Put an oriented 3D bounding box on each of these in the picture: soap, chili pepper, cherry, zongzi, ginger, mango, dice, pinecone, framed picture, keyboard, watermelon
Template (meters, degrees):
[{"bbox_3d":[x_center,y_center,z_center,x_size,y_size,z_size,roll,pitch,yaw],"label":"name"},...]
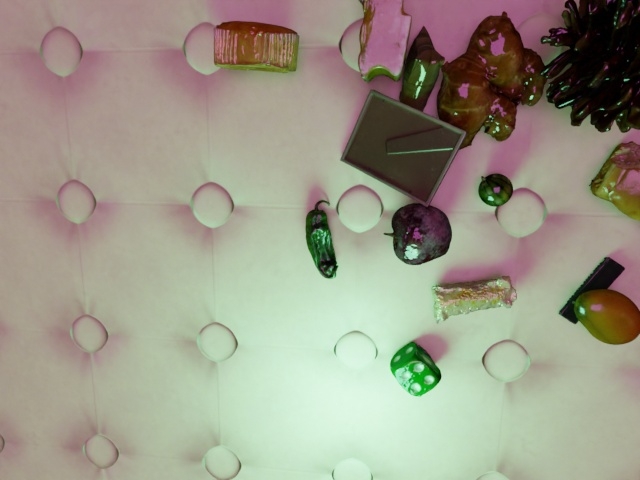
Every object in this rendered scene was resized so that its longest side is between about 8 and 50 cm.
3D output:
[{"bbox_3d":[0.170,-0.563,1.164,0.143,0.281,0.259,5,110,9],"label":"soap"},{"bbox_3d":[0.003,0.001,1.418,0.100,0.074,0.256,-11,104,6],"label":"chili pepper"},{"bbox_3d":[0.304,-0.024,1.320,0.195,0.195,0.195,1,101,7],"label":"cherry"},{"bbox_3d":[0.285,-0.499,1.294,0.094,0.204,0.204,4,142,-6],"label":"zongzi"},{"bbox_3d":[0.470,-0.428,1.237,0.274,0.152,0.357,32,105,-20],"label":"ginger"},{"bbox_3d":[0.869,0.223,1.310,0.221,0.120,0.151,42,100,-17],"label":"mango"},{"bbox_3d":[0.310,0.423,1.426,0.120,0.131,0.128,-40,95,13],"label":"dice"},{"bbox_3d":[0.733,-0.458,1.065,0.398,0.398,0.397,1,101,7],"label":"pinecone"},{"bbox_3d":[0.234,-0.276,1.285,0.324,0.020,0.240,31,111,22],"label":"framed picture"},{"bbox_3d":[0.848,0.158,1.362,0.072,0.023,0.231,32,104,-7],"label":"keyboard"},{"bbox_3d":[0.523,-0.155,1.305,0.109,0.109,0.108,1,101,7],"label":"watermelon"}]

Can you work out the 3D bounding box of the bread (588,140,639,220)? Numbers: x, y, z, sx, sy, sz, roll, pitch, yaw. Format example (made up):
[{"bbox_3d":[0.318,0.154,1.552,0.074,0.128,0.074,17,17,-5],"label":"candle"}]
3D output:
[{"bbox_3d":[0.967,-0.133,1.223,0.344,0.149,0.195,27,102,2],"label":"bread"}]

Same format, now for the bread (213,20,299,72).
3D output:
[{"bbox_3d":[-0.188,-0.567,1.275,0.250,0.179,0.133,8,110,15],"label":"bread"}]

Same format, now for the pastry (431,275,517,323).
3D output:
[{"bbox_3d":[0.480,0.175,1.377,0.259,0.089,0.121,-15,103,9],"label":"pastry"}]

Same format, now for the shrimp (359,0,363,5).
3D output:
[{"bbox_3d":[0.206,-0.785,1.251,0.144,0.052,0.251,34,111,-11],"label":"shrimp"}]
